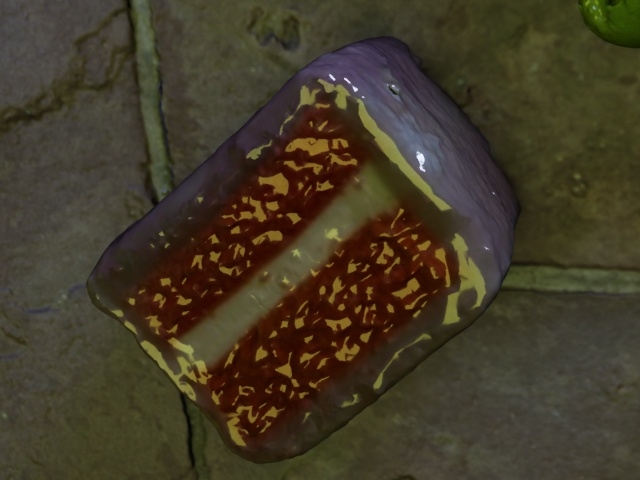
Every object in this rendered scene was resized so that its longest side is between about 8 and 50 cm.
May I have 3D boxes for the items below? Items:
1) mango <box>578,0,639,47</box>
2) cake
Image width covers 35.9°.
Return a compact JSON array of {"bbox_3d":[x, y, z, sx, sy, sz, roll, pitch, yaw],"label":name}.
[{"bbox_3d":[0.275,-0.202,0.725,0.178,0.119,0.100,-17,142,41],"label":"mango"},{"bbox_3d":[0.000,0.000,0.834,0.309,0.230,0.237,-40,94,26],"label":"cake"}]
